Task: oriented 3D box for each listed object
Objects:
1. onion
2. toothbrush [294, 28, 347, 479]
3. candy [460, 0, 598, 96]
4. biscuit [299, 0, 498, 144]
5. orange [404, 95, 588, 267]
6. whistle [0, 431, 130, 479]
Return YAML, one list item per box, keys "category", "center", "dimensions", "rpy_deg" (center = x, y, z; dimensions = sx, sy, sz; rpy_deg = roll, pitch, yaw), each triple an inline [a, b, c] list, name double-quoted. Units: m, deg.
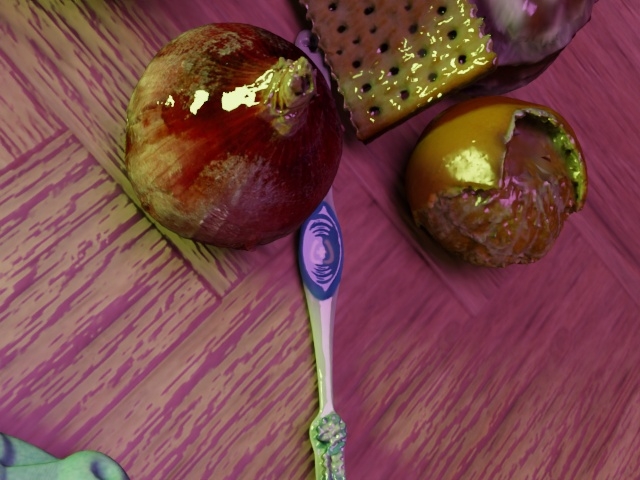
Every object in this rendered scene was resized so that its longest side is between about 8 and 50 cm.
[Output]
- category: "onion"
  center: [-0.051, -0.076, 0.497]
  dimensions: [0.159, 0.195, 0.160]
  rpy_deg: [3, 81, -21]
- category: "toothbrush"
  center: [0.000, 0.001, 0.599]
  dimensions: [0.040, 0.040, 0.387]
  rpy_deg: [7, 68, -26]
- category: "candy"
  center: [0.133, -0.277, 0.651]
  dimensions: [0.214, 0.157, 0.290]
  rpy_deg: [-15, 88, 2]
- category: "biscuit"
  center: [0.044, -0.210, 0.606]
  dimensions: [0.016, 0.139, 0.232]
  rpy_deg: [-8, 74, -60]
- category: "orange"
  center: [0.150, -0.051, 0.634]
  dimensions: [0.156, 0.134, 0.157]
  rpy_deg: [7, 64, -15]
- category: "whistle"
  center: [-0.223, 0.152, 0.401]
  dimensions: [0.273, 0.093, 0.186]
  rpy_deg: [10, 45, -22]
